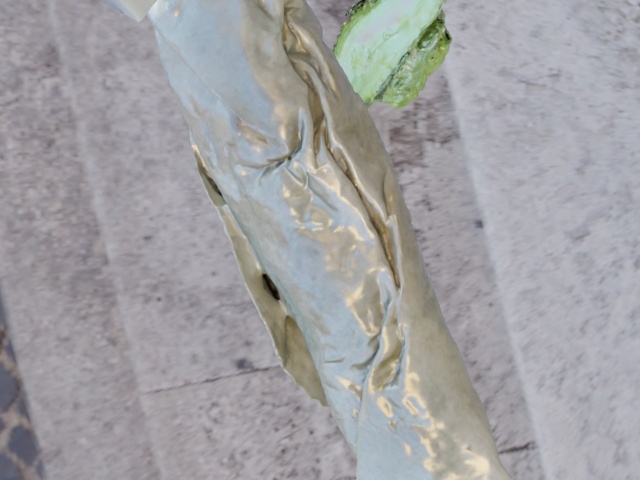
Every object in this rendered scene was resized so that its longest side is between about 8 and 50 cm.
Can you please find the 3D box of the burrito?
[{"bbox_3d":[0.000,0.000,0.818,0.117,0.076,0.392,-21,101,19],"label":"burrito"}]

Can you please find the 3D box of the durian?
[{"bbox_3d":[0.069,-0.214,1.455,0.132,0.106,0.375,56,146,11],"label":"durian"}]

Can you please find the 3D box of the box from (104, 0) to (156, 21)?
[{"bbox_3d":[-0.025,-0.206,0.453,0.035,0.139,0.245,34,83,41],"label":"box"}]
